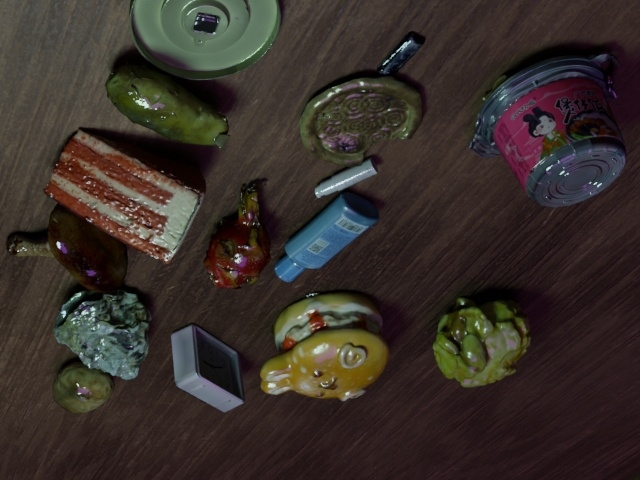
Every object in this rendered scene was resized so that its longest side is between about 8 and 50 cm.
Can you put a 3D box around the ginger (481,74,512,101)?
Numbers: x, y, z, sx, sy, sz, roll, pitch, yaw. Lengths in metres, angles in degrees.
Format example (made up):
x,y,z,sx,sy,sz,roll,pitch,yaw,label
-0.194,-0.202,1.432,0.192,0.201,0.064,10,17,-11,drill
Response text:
x,y,z,sx,sy,sz,roll,pitch,yaw,label
0.329,-0.278,1.640,0.097,0.030,0.048,-21,162,20,ginger

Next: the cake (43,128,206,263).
x,y,z,sx,sy,sz,roll,pitch,yaw,label
-0.337,-0.096,1.670,0.262,0.159,0.158,30,103,0,cake

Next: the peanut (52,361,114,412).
x,y,z,sx,sy,sz,roll,pitch,yaw,label
-0.564,0.347,2.183,0.140,0.109,0.159,26,142,-24,peanut

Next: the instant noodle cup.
x,y,z,sx,sy,sz,roll,pitch,yaw,label
0.429,-0.176,1.643,0.258,0.181,0.302,13,138,-40,instant noodle cup

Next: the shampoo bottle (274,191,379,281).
x,y,z,sx,sy,sz,roll,pitch,yaw,label
0.000,0.000,1.897,0.104,0.061,0.258,22,132,-36,shampoo bottle

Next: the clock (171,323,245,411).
x,y,z,sx,sy,sz,roll,pitch,yaw,label
-0.261,0.301,2.154,0.063,0.150,0.197,-27,139,19,clock

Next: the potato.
x,y,z,sx,sy,sz,roll,pitch,yaw,label
-0.251,-0.219,1.522,0.225,0.090,0.117,27,168,-32,potato

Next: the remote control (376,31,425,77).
x,y,z,sx,sy,sz,roll,pitch,yaw,label
0.137,-0.312,1.563,0.039,0.014,0.096,18,135,-32,remote control

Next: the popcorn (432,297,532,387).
x,y,z,sx,sy,sz,roll,pitch,yaw,label
0.387,0.239,2.203,0.256,0.195,0.255,-29,149,24,popcorn

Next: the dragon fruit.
x,y,z,sx,sy,sz,roll,pitch,yaw,label
-0.153,-0.010,1.815,0.125,0.125,0.246,-17,132,-42,dragon fruit

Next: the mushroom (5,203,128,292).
x,y,z,sx,sy,sz,roll,pitch,yaw,label
-0.500,0.015,1.774,0.217,0.148,0.227,-6,137,26,mushroom

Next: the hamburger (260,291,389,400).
x,y,z,sx,sy,sz,roll,pitch,yaw,label
0.007,0.258,2.135,0.303,0.186,0.261,2,140,-12,hamburger

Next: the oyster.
x,y,z,sx,sy,sz,roll,pitch,yaw,label
-0.450,0.200,1.981,0.198,0.112,0.268,-45,139,11,oyster

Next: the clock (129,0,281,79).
x,y,z,sx,sy,sz,roll,pitch,yaw,label
-0.179,-0.345,1.434,0.235,0.029,0.235,-7,143,-5,clock

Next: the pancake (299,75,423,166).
x,y,z,sx,sy,sz,roll,pitch,yaw,label
0.072,-0.216,1.660,0.235,0.029,0.212,-30,139,24,pancake

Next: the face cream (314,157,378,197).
x,y,z,sx,sy,sz,roll,pitch,yaw,label
0.047,-0.118,1.776,0.130,0.034,0.034,-25,140,18,face cream
